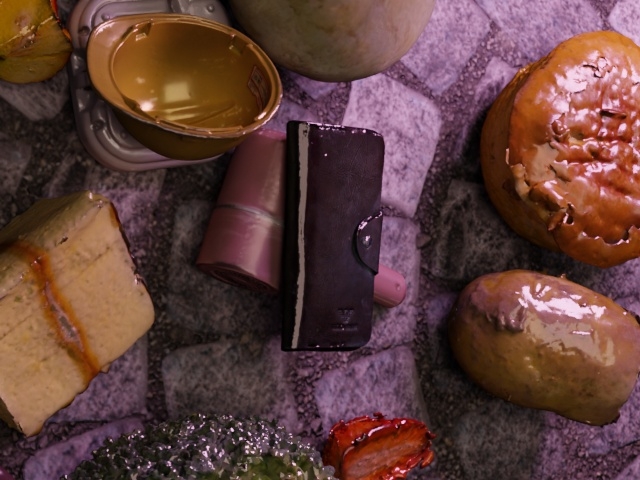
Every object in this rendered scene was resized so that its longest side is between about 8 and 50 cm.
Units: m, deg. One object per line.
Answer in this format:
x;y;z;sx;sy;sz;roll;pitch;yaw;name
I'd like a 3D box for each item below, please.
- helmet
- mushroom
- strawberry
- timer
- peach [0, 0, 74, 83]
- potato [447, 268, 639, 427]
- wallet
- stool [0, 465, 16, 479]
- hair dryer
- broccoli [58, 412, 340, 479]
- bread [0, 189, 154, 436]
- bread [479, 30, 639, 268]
-0.187;-0.178;1.705;0.256;0.140;0.205;5;55;-17;helmet
0.012;-0.396;1.852;0.352;0.260;0.352;7;77;-31;mushroom
0.078;0.314;1.939;0.188;0.082;0.121;-10;110;-36;strawberry
-0.226;-0.228;1.815;0.237;0.087;0.262;-9;91;-26;timer
-0.400;-0.286;1.719;0.151;0.118;0.151;-17;128;-23;peach
0.323;0.149;2.002;0.266;0.229;0.229;14;80;-20;potato
0.019;-0.002;1.829;0.172;0.045;0.318;4;89;-41;wallet
-0.464;0.393;1.602;0.272;0.178;0.272;1;86;-25;stool
0.000;0.000;1.910;0.352;0.125;0.210;26;74;-33;hair dryer
-0.150;0.353;1.703;0.317;0.277;0.338;49;66;-12;broccoli
-0.338;0.097;1.687;0.263;0.198;0.236;-44;111;-24;bread
0.414;-0.135;2.063;0.337;0.204;0.358;49;64;-12;bread
